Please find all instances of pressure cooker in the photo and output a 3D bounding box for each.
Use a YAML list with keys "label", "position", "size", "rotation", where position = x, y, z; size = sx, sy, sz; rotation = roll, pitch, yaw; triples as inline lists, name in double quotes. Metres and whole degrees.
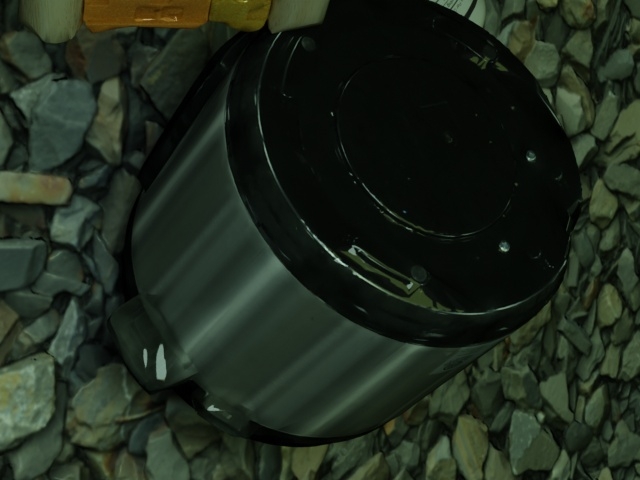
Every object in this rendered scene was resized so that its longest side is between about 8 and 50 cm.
- label: "pressure cooker"
  position: [0.002, 0.006, 1.540]
  size: [0.370, 0.420, 0.375]
  rotation: [19, 56, -18]

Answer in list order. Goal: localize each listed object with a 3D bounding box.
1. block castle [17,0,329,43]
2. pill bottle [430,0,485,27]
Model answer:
- label: "block castle"
  position: [-0.143, -0.400, 1.359]
  size: [0.303, 0.213, 0.453]
  rotation: [-2, 58, -14]
- label: "pill bottle"
  position: [0.058, -0.282, 1.714]
  size: [0.323, 0.181, 0.181]
  rotation: [51, 61, -29]
